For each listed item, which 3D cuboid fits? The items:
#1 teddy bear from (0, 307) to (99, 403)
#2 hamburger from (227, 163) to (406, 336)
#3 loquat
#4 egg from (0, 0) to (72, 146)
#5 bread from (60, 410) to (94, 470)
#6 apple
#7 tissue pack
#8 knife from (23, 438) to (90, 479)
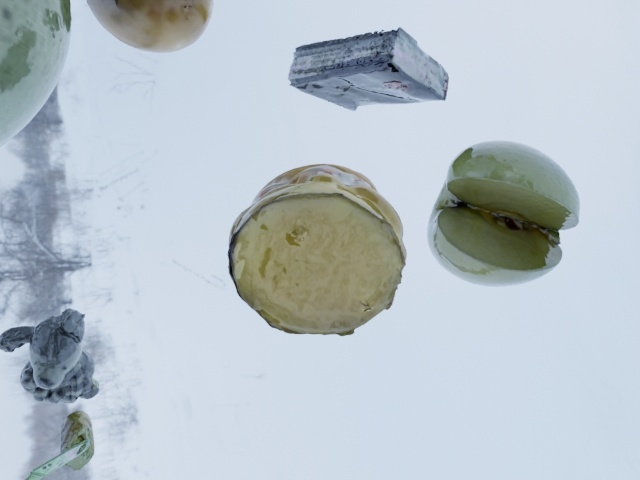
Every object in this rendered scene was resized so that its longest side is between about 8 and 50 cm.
[{"bbox_3d":[-0.571,0.250,1.095,0.251,0.171,0.144,99,170,-50],"label":"teddy bear"},{"bbox_3d":[0.000,0.000,0.865,0.237,0.276,0.276,-83,3,-67],"label":"hamburger"},{"bbox_3d":[-0.312,-0.463,0.964,0.235,0.235,0.235,12,103,63],"label":"loquat"},{"bbox_3d":[-0.508,-0.262,0.643,0.345,0.345,0.428,34,99,58],"label":"egg"},{"bbox_3d":[-0.476,0.384,1.032,0.110,0.060,0.066,-127,37,-53],"label":"bread"},{"bbox_3d":[0.350,-0.049,1.032,0.292,0.254,0.291,17,-90,-89],"label":"apple"},{"bbox_3d":[0.112,-0.391,1.262,0.332,0.245,0.123,10,86,44],"label":"tissue pack"},{"bbox_3d":[-0.509,0.418,0.934,0.014,0.207,0.030,29,140,47],"label":"knife"}]
